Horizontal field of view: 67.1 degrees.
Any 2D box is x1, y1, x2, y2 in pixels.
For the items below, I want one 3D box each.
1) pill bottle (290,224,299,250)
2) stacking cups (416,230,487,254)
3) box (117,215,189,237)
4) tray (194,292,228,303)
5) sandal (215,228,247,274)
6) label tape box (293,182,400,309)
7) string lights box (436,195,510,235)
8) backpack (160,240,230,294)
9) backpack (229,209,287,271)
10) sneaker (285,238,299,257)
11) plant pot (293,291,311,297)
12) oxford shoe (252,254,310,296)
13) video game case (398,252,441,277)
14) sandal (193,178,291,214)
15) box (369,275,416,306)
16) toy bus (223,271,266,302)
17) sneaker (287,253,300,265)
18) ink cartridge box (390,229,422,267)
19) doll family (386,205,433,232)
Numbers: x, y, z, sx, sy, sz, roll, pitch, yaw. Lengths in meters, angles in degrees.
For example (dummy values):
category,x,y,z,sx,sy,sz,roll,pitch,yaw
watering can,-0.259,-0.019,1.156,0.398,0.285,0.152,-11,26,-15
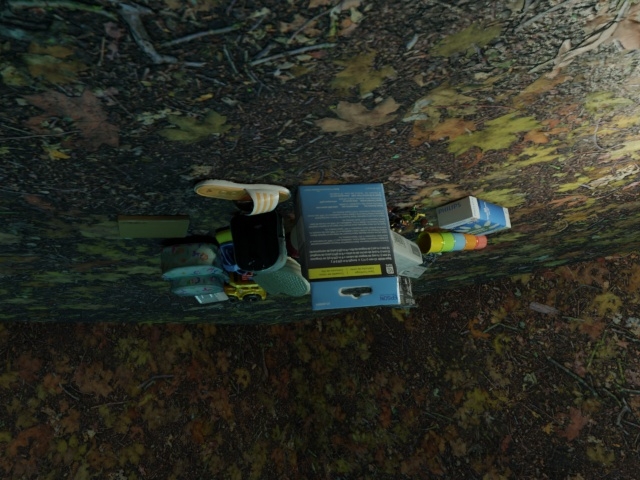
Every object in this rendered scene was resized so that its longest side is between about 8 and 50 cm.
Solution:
category,x,y,z,sx,sy,sz,roll,pitch,yaw
pill bottle,0.000,0.000,1.662,0.119,0.119,0.208,-17,162,33
stacking cups,0.549,0.010,1.971,0.316,0.096,0.096,1,163,-25
box,-0.512,-0.041,1.482,0.201,0.021,0.164,-1,163,-21
tray,-0.507,0.182,2.013,0.145,0.030,0.270,-10,133,17
sandal,-0.286,0.059,1.725,0.126,0.138,0.317,-12,166,11
label tape box,0.067,0.020,1.337,0.249,0.348,0.115,-3,164,-13
string lights box,0.534,-0.080,1.679,0.259,0.077,0.133,8,160,-42
backpack,-0.450,0.098,1.724,0.225,0.191,0.253,-6,159,0
backpack,-0.185,0.011,1.490,0.166,0.188,0.144,-10,163,8
sneaker,-0.083,0.032,1.755,0.075,0.063,0.170,19,177,-32
plant pot,-0.086,0.233,2.469,0.237,0.110,0.237,-6,165,-2
oxford shoe,-0.129,0.108,1.691,0.169,0.130,0.449,44,162,-11
video game case,0.463,0.105,2.257,0.190,0.022,0.173,14,124,-51
sandal,-0.205,-0.104,1.285,0.265,0.076,0.102,2,162,-29
box,0.329,0.188,2.241,0.076,0.242,0.307,-18,162,34
toy bus,-0.345,0.168,2.098,0.220,0.149,0.211,-2,151,-8
sneaker,-0.082,0.054,1.887,0.286,0.109,0.130,-23,153,21
ink cartridge box,0.146,0.088,1.775,0.385,0.091,0.308,-22,160,24
doll family,0.274,-0.073,1.607,0.193,0.076,0.111,-4,169,1
